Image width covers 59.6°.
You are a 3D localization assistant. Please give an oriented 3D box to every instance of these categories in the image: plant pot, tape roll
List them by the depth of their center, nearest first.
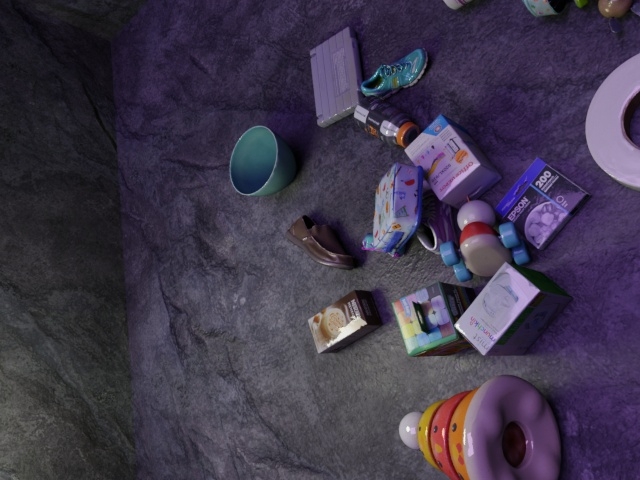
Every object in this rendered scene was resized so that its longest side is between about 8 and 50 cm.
[{"bbox_3d":[0.898,-0.313,1.444,0.392,0.072,0.392,-9,76,40],"label":"tape roll"},{"bbox_3d":[-0.215,-0.313,2.354,0.290,0.195,0.290,-10,74,40],"label":"plant pot"}]

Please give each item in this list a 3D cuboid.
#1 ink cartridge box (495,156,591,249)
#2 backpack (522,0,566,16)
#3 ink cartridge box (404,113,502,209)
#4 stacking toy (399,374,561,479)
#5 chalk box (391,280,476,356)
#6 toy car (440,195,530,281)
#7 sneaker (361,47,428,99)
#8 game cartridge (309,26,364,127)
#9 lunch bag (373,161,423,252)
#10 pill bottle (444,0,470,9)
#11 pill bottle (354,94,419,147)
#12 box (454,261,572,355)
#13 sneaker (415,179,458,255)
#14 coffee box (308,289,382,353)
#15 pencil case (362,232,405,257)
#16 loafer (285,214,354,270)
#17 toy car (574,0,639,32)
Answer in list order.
[{"bbox_3d":[0.642,-0.115,1.651,0.206,0.045,0.208,-55,50,19],"label":"ink cartridge box"},{"bbox_3d":[0.673,-0.772,1.674,0.144,0.166,0.188,5,82,44],"label":"backpack"},{"bbox_3d":[0.424,-0.246,1.788,0.171,0.168,0.233,-44,56,26],"label":"ink cartridge box"},{"bbox_3d":[0.398,0.573,1.608,0.480,0.350,0.351,-24,65,55],"label":"stacking toy"},{"bbox_3d":[0.346,0.240,1.677,0.179,0.289,0.180,-30,62,34],"label":"chalk box"},{"bbox_3d":[0.485,-0.031,1.694,0.219,0.210,0.238,-20,51,26],"label":"toy car"},{"bbox_3d":[0.269,-0.604,2.039,0.275,0.110,0.107,-30,62,33],"label":"sneaker"},{"bbox_3d":[0.070,-0.661,2.266,0.230,0.068,0.355,-17,70,34],"label":"game cartridge"},{"bbox_3d":[0.246,-0.094,1.800,0.303,0.114,0.243,108,167,-69],"label":"lunch bag"},{"bbox_3d":[0.535,-0.906,1.824,0.301,0.169,0.169,-20,69,37],"label":"pill bottle"},{"bbox_3d":[0.243,-0.422,2.011,0.245,0.130,0.130,41,109,39],"label":"pill bottle"},{"bbox_3d":[0.532,0.195,1.541,0.127,0.262,0.231,47,112,37],"label":"box"},{"bbox_3d":[0.358,-0.088,1.823,0.102,0.161,0.282,-32,60,35],"label":"sneaker"},{"bbox_3d":[0.086,0.296,2.027,0.246,0.098,0.141,-37,59,30],"label":"coffee box"},{"bbox_3d":[0.224,0.016,1.984,0.151,0.064,0.070,13,65,43],"label":"pencil case"},{"bbox_3d":[0.000,0.000,2.140,0.366,0.133,0.130,33,104,41],"label":"loafer"},{"bbox_3d":[0.817,-0.677,1.555,0.155,0.149,0.188,-30,74,23],"label":"toy car"}]
